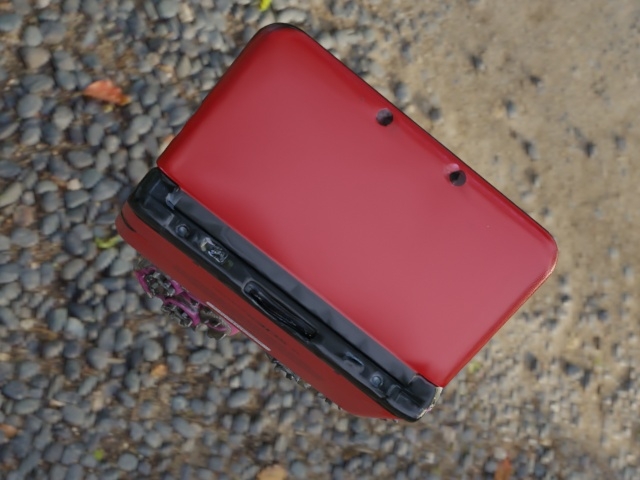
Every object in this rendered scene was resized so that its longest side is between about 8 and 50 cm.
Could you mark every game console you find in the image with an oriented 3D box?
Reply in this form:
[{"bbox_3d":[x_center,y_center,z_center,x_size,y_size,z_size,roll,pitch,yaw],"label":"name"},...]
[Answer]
[{"bbox_3d":[0.000,0.000,0.456,0.144,0.124,0.085,39,75,-7],"label":"game console"}]

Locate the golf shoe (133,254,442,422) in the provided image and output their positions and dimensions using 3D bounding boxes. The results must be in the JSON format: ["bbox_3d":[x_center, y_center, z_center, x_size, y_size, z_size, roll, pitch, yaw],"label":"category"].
[{"bbox_3d":[-0.009,0.027,0.591,0.086,0.186,0.067,-50,152,-26],"label":"golf shoe"}]
